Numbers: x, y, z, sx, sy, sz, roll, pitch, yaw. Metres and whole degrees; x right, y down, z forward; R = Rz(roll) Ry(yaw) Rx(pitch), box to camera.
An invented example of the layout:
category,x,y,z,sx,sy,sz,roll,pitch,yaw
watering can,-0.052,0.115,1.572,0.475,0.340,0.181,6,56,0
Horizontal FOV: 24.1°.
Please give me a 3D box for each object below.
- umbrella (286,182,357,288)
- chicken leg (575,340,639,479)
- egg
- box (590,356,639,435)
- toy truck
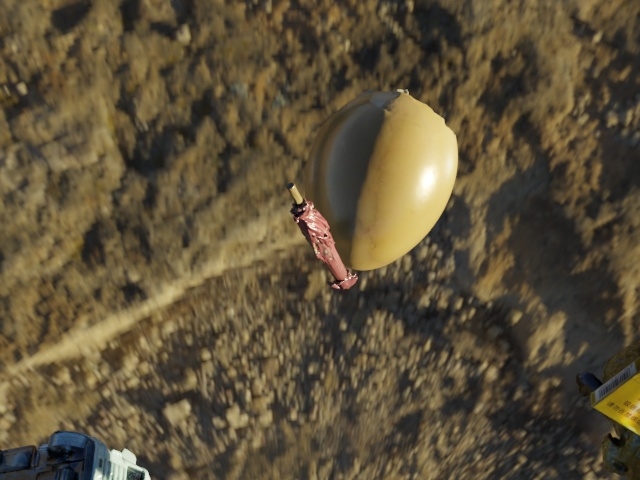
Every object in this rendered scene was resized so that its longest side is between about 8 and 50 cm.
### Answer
category,x,y,z,sx,sy,sz,roll,pitch,yaw
umbrella,0.000,0.000,1.390,0.025,0.165,0.027,33,74,37
chicken leg,0.441,0.279,1.758,0.140,0.211,0.361,11,51,-39
egg,0.076,-0.079,2.018,0.201,0.201,0.244,17,83,4
box,0.348,0.135,1.464,0.089,0.156,0.022,32,36,-23
toy truck,-0.339,0.324,1.773,0.305,0.162,0.136,-14,58,34
